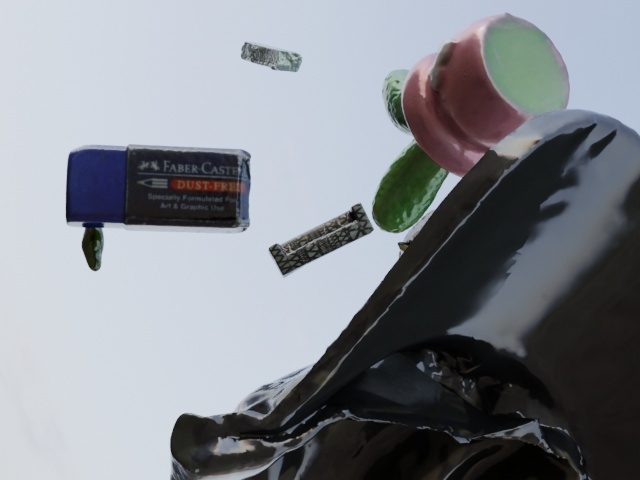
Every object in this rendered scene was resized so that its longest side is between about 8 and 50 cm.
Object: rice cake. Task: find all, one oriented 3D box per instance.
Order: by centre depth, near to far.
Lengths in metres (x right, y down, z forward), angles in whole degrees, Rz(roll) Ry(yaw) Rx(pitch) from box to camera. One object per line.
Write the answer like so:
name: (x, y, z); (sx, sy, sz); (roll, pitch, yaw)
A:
rice cake: (-0.065, -0.235, 1.302); (0.171, 0.033, 0.029); (-144, -116, -64)

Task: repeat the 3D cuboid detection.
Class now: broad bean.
broad bean: (-0.420, -0.032, 1.913); (0.061, 0.195, 0.046); (-5, -31, 28)

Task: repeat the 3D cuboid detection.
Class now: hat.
hat: (0.101, 0.094, 0.745); (0.366, 0.381, 0.257); (32, -8, -25)

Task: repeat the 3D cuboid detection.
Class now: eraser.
eraser: (-0.287, -0.095, 1.834); (0.101, 0.332, 0.154); (146, -55, -76)

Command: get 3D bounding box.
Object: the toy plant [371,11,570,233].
toy plant: (0.210, -0.202, 1.565); (0.356, 0.211, 0.316); (134, -34, -57)

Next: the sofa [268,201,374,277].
sofa: (0.000, 0.000, 1.160); (0.039, 0.118, 0.060); (63, -4, 1)

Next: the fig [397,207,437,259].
fig: (0.226, 0.043, 1.822); (0.286, 0.369, 0.286); (-13, -111, 37)
